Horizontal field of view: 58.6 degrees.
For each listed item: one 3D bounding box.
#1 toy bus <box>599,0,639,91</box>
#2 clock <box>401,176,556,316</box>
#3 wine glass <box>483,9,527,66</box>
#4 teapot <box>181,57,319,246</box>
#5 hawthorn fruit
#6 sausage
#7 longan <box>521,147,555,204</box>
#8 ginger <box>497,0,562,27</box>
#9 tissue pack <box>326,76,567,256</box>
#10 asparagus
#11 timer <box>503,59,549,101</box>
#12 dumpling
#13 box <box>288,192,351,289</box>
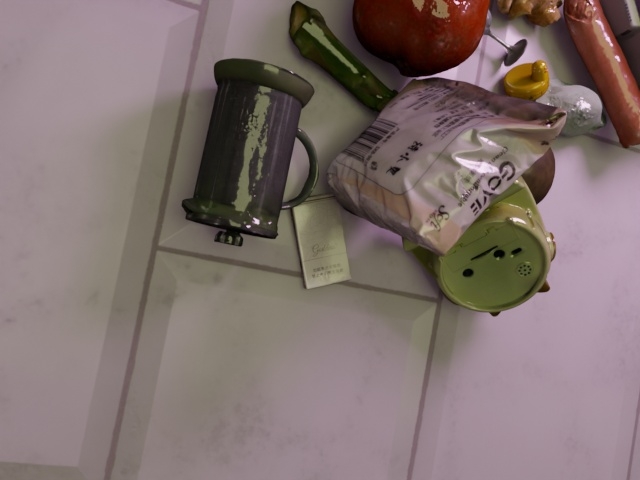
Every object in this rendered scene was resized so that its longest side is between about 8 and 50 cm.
[{"bbox_3d":[0.841,-0.542,1.439,0.249,0.209,0.440,-22,98,-16],"label":"toy bus"},{"bbox_3d":[0.369,0.029,1.257,0.286,0.117,0.348,-31,111,20],"label":"clock"},{"bbox_3d":[0.393,-0.499,1.354,0.195,0.079,0.079,28,81,-18],"label":"wine glass"},{"bbox_3d":[-0.122,-0.151,1.129,0.270,0.200,0.337,14,87,-37],"label":"teapot"},{"bbox_3d":[0.205,-0.494,1.182,0.294,0.295,0.312,-20,122,-18],"label":"hawthorn fruit"},{"bbox_3d":[0.709,-0.429,1.411,0.094,0.094,0.419,-29,94,-10],"label":"sausage"},{"bbox_3d":[0.443,-0.165,1.316,0.212,0.198,0.198,39,78,-14],"label":"longan"},{"bbox_3d":[0.522,-0.605,1.385,0.216,0.102,0.157,5,92,-30],"label":"ginger"},{"bbox_3d":[0.223,-0.173,1.129,0.375,0.390,0.195,-46,129,-4],"label":"tissue pack"},{"bbox_3d":[0.056,-0.376,1.243,0.343,0.082,0.085,41,38,-16],"label":"asparagus"},{"bbox_3d":[0.494,-0.387,1.368,0.107,0.107,0.109,-46,139,-13],"label":"timer"},{"bbox_3d":[0.631,-0.338,1.419,0.219,0.108,0.153,2,90,-23],"label":"dumpling"},{"bbox_3d":[0.000,0.000,1.247,0.109,0.029,0.199,-11,95,-19],"label":"box"}]
